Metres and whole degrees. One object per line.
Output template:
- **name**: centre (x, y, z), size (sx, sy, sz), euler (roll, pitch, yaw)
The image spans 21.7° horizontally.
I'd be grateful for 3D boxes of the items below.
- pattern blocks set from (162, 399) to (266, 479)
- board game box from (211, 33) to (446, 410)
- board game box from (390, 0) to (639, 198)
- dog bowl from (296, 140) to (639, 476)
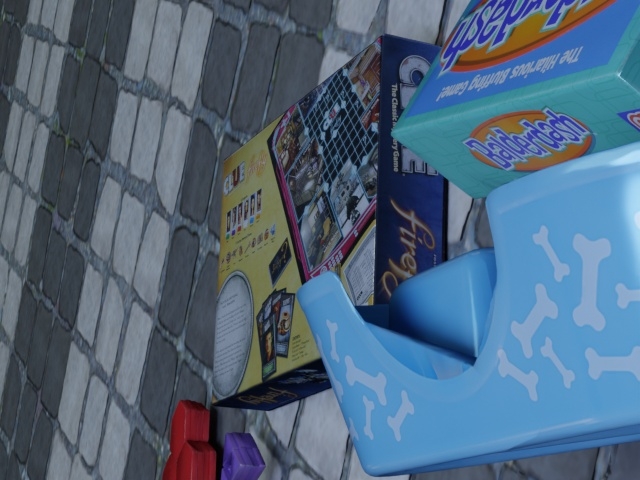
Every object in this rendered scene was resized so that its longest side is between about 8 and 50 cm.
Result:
- **pattern blocks set**: centre (-0.074, 0.280, 1.058), size (0.285, 0.026, 0.325), euler (-164, 82, -71)
- **board game box**: centre (0.000, 0.000, 0.963), size (0.243, 0.042, 0.165), euler (151, 124, -63)
- **board game box**: centre (0.124, -0.117, 0.580), size (0.210, 0.047, 0.160), euler (-59, 18, -15)
- **dog bowl**: centre (0.104, 0.028, 0.551), size (0.297, 0.166, 0.074), euler (153, 110, -64)
